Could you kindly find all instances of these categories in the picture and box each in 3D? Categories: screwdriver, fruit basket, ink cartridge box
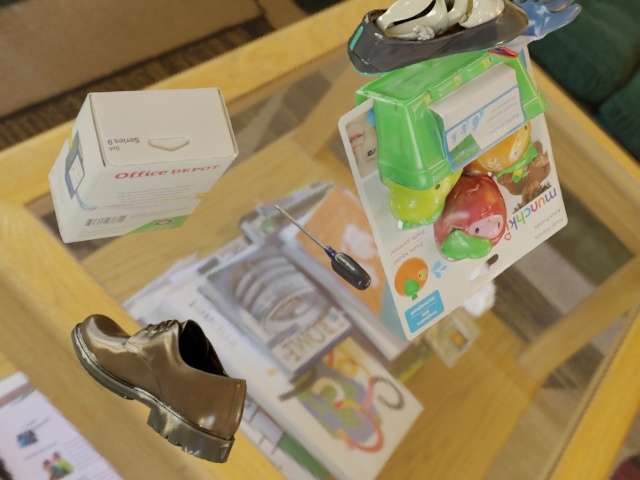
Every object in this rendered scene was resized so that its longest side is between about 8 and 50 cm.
[{"bbox_3d":[0.000,0.000,1.137,0.024,0.025,0.170,24,18,-50],"label":"screwdriver"},{"bbox_3d":[0.198,-0.083,1.402,0.327,0.165,0.353,-33,117,-23],"label":"fruit basket"},{"bbox_3d":[-0.205,-0.083,1.187,0.154,0.212,0.093,-8,74,-28],"label":"ink cartridge box"}]

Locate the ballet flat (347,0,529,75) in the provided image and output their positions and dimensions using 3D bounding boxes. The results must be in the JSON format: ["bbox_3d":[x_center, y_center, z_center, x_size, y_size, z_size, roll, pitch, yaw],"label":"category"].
[{"bbox_3d":[0.119,-0.209,0.990,0.203,0.074,0.074,-19,64,-22],"label":"ballet flat"}]

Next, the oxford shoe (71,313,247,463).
[{"bbox_3d":[-0.142,0.109,0.956,0.227,0.096,0.082,25,2,38],"label":"oxford shoe"}]

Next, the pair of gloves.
[{"bbox_3d":[0.208,-0.279,1.273,0.198,0.023,0.159,22,51,36],"label":"pair of gloves"}]
